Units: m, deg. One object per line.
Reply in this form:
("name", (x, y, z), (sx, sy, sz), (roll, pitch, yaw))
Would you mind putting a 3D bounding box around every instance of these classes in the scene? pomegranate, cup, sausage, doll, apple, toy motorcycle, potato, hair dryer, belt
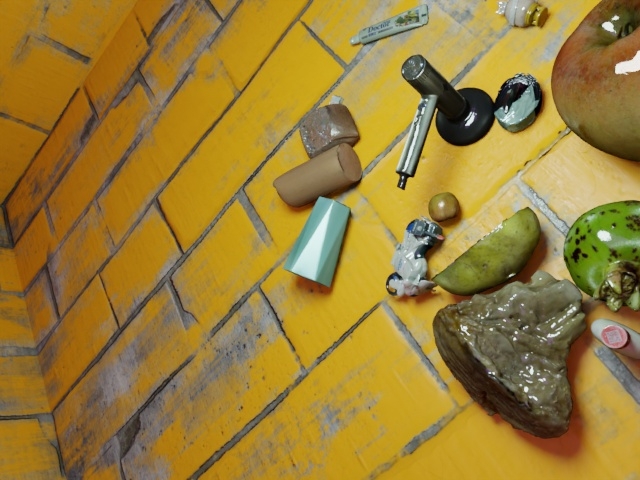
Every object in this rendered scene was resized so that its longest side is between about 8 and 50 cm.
("pomegranate", (0.577, 0.038, 1.001), (0.210, 0.263, 0.211), (12, 122, 20))
("cup", (0.000, 0.000, 1.497), (0.148, 0.134, 0.236), (15, 83, 65))
("sausage", (-0.011, -0.186, 1.558), (0.252, 0.123, 0.123), (-21, 67, 32))
("doll", (0.506, -0.581, 1.312), (0.084, 0.073, 0.127), (-42, 55, -19))
("apple", (0.641, -0.314, 0.995), (0.338, 0.304, 0.339), (-44, 28, 30))
("toy motorcycle", (0.248, 0.049, 1.327), (0.150, 0.102, 0.221), (22, 93, 50))
("potato", (0.395, 0.046, 1.191), (0.271, 0.160, 0.111), (-43, 73, 19))
("apple", (0.310, -0.086, 1.320), (0.083, 0.084, 0.071), (-20, 88, 31))
("hair dryer", (0.259, -0.273, 1.282), (0.155, 0.320, 0.284), (39, 113, 36))
("belt", (0.481, -0.334, 1.272), (0.105, 0.058, 0.140), (23, 89, 32))

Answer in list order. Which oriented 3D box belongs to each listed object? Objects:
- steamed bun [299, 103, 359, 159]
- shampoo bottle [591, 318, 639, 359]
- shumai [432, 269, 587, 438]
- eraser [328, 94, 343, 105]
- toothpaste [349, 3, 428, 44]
("steamed bun", (0.018, -0.329, 1.571), (0.175, 0.106, 0.145), (-27, 73, 25))
("shampoo bottle", (0.564, 0.185, 0.980), (0.108, 0.220, 0.051), (35, 100, 36))
("shumai", (0.433, 0.224, 1.140), (0.283, 0.217, 0.346), (-43, 63, -17))
("eraser", (0.040, -0.412, 1.639), (0.038, 0.019, 0.083), (27, 95, 37))
("toothpaste", (0.200, -0.638, 1.568), (0.255, 0.037, 0.067), (-8, 74, 31))
